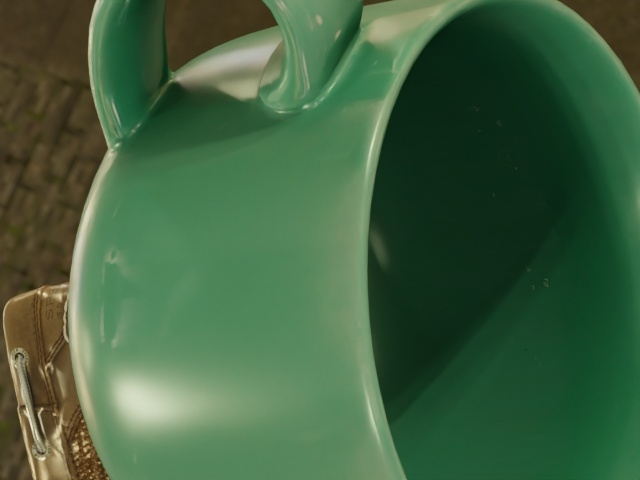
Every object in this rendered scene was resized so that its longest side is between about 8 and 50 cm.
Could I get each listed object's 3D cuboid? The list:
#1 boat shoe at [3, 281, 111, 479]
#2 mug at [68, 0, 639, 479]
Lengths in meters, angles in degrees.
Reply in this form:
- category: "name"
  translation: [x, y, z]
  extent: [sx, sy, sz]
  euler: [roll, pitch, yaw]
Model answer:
- category: "boat shoe"
  translation: [-0.068, 0.094, 0.630]
  extent: [0.066, 0.066, 0.183]
  euler: [-53, -36, -67]
- category: "mug"
  translation: [0.006, 0.003, 0.415]
  extent: [0.097, 0.129, 0.157]
  euler: [-6, 96, 38]
